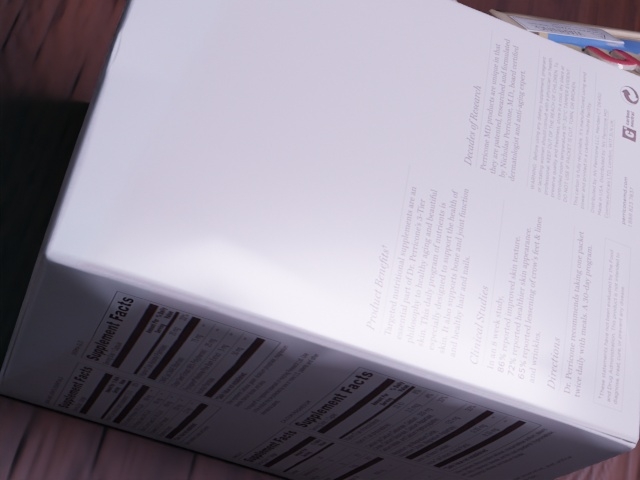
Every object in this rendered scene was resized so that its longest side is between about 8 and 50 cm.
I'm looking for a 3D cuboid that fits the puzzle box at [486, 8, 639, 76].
[{"bbox_3d":[0.335,-0.065,0.728,0.409,0.052,0.272,2,29,-22],"label":"puzzle box"}]

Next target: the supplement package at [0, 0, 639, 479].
[{"bbox_3d":[0.000,0.000,0.561,0.262,0.198,0.199,19,61,-14],"label":"supplement package"}]

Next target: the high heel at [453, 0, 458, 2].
[{"bbox_3d":[-0.055,-0.162,0.699,0.377,0.127,0.181,44,90,-5],"label":"high heel"}]
